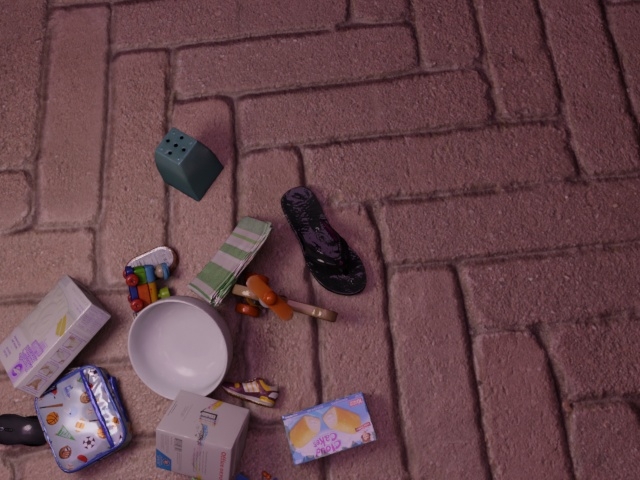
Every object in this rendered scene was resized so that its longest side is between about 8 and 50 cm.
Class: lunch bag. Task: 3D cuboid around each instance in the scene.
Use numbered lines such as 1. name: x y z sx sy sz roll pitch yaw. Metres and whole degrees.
1. lunch bag: -0.746 0.553 1.712 0.243 0.115 0.303 -28 75 -9

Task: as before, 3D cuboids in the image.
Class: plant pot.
1. plant pot: -0.476 -0.280 1.894 0.165 0.234 0.166 30 77 11

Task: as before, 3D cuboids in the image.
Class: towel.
1. towel: -0.303 0.057 1.802 0.038 0.248 0.325 43 75 -30

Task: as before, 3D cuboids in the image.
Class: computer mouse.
1. computer mouse: -1.006 0.641 1.720 0.262 0.060 0.184 9 73 5

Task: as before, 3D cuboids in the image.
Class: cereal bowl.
1. cereal bowl: -0.430 0.329 1.721 0.339 0.141 0.339 2 102 10

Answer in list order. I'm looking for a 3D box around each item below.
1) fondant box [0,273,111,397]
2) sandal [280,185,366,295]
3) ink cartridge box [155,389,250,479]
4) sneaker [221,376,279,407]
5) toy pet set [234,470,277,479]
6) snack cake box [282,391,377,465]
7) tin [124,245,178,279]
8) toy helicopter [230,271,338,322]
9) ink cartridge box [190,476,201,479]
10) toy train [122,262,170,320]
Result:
1. fondant box: -0.869 0.301 1.750 0.238 0.096 0.330 28 74 42
2. sandal: -0.003 0.000 1.854 0.167 0.107 0.446 -33 75 -8
3. ink cartridge box: -0.350 0.593 1.621 0.232 0.168 0.171 14 119 6
4. sneaker: -0.226 0.476 1.743 0.185 0.069 0.084 19 66 2
5. toy pet set: -0.212 0.761 1.649 0.114 0.065 0.122 28 76 10
6. snack cake box: 0.028 0.585 1.682 0.264 0.089 0.152 -17 72 -3
7. tin: -0.593 0.087 1.889 0.189 0.040 0.106 -26 69 -6
8. toy helicopter: -0.117 0.196 1.732 0.355 0.235 0.140 15 78 4
9. ink cartridge box: -0.397 0.815 1.616 0.062 0.109 0.209 26 75 11
10. toy train: -0.575 0.199 1.831 0.143 0.105 0.248 -12 106 -23
